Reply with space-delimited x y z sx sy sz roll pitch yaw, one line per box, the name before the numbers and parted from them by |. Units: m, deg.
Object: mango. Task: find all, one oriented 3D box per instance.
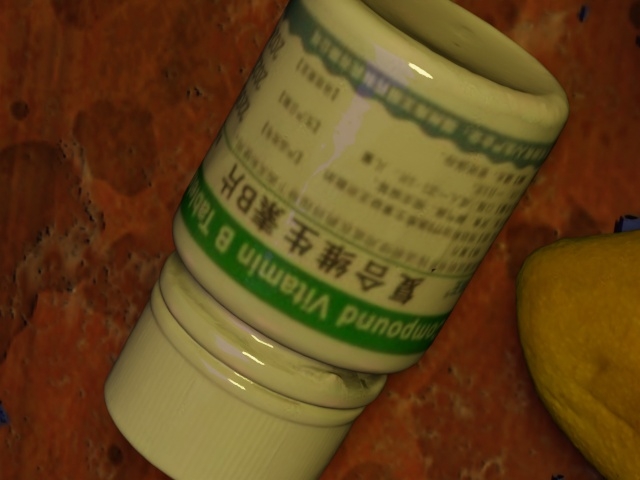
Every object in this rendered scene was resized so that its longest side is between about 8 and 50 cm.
mango | 0.212 0.068 0.760 0.317 0.119 0.176 15 108 36

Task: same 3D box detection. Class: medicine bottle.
medicine bottle | 0.000 0.000 0.876 0.139 0.139 0.237 41 111 24
